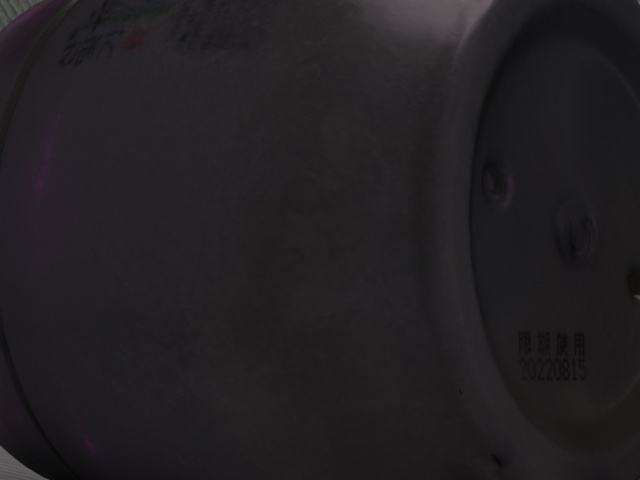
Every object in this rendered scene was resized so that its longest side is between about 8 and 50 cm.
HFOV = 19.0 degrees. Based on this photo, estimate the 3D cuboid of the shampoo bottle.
[{"bbox_3d":[0.000,0.000,0.784,0.266,0.273,0.273,-2,-10,40],"label":"shampoo bottle"}]
